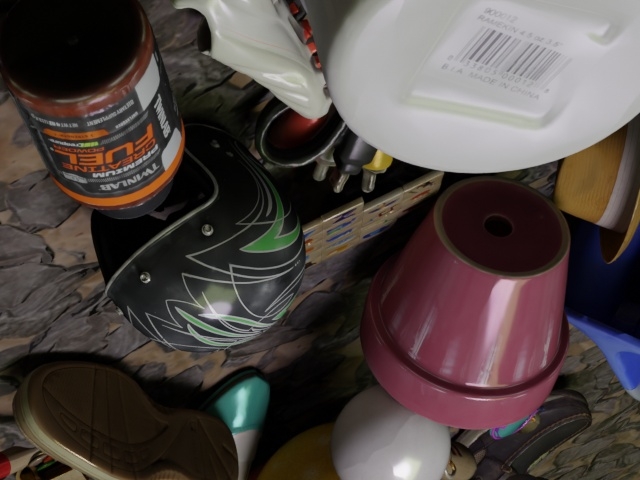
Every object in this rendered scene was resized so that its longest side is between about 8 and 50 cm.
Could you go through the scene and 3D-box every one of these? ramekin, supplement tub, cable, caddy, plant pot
[{"bbox_3d":[0.119,-0.169,1.226,0.277,0.135,0.277,-4,144,-3],"label":"ramekin"},{"bbox_3d":[-0.152,-0.090,1.236,0.106,0.106,0.198,-25,153,-6],"label":"supplement tub"},{"bbox_3d":[0.036,-0.149,1.399,0.139,0.072,0.287,9,126,-26],"label":"cable"},{"bbox_3d":[0.369,0.086,1.845,0.341,0.241,0.179,21,95,-56],"label":"caddy"},{"bbox_3d":[0.149,0.046,1.666,0.201,0.201,0.180,-15,144,-24],"label":"plant pot"}]

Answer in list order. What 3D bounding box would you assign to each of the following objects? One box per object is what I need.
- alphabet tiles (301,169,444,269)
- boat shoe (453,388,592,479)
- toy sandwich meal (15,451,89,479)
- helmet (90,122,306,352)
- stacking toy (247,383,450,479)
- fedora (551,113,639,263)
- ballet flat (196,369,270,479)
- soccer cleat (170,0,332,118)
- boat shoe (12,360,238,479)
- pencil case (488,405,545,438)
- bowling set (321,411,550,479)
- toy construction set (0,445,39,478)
[{"bbox_3d":[0.000,0.000,1.583,0.237,0.009,0.198,-26,171,-5],"label":"alphabet tiles"},{"bbox_3d":[0.207,0.321,2.274,0.355,0.130,0.132,-36,153,15],"label":"boat shoe"},{"bbox_3d":[-0.266,0.233,1.783,0.085,0.029,0.085,-22,153,-12],"label":"toy sandwich meal"},{"bbox_3d":[-0.092,0.009,1.391,0.169,0.162,0.169,-13,144,-10],"label":"helmet"},{"bbox_3d":[0.016,0.302,1.853,0.350,0.351,0.480,-14,145,-26],"label":"stacking toy"},{"bbox_3d":[0.258,-0.073,1.641,0.079,0.194,0.194,11,147,0],"label":"fedora"},{"bbox_3d":[-0.118,0.237,1.866,0.083,0.087,0.247,3,140,-47],"label":"ballet flat"},{"bbox_3d":[-0.047,-0.146,1.288,0.076,0.068,0.196,-26,147,6],"label":"soccer cleat"},{"bbox_3d":[-0.199,0.193,1.695,0.098,0.109,0.302,-18,156,28],"label":"boat shoe"},{"bbox_3d":[0.177,0.130,1.885,0.064,0.152,0.070,-35,159,21],"label":"pencil case"},{"bbox_3d":[0.158,0.181,1.980,0.154,0.287,0.200,35,71,-69],"label":"bowling set"},{"bbox_3d":[-0.324,0.315,1.719,0.237,0.257,0.309,-21,147,-52],"label":"toy construction set"}]
